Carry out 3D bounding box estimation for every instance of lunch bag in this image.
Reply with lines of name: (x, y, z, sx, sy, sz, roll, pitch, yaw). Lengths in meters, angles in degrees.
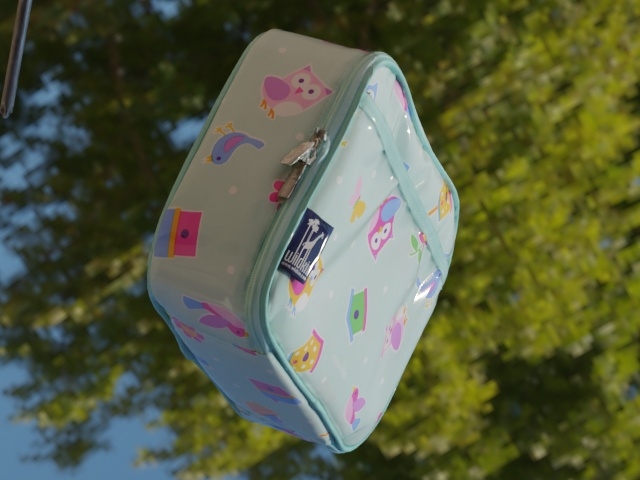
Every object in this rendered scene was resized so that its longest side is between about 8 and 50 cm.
lunch bag: (0.000, 0.000, 1.261, 0.107, 0.279, 0.224, 20, -111, 24)

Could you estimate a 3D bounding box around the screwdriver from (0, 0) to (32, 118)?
screwdriver: (-0.085, -0.103, 0.575, 0.024, 0.170, 0.025, 10, -133, -9)
